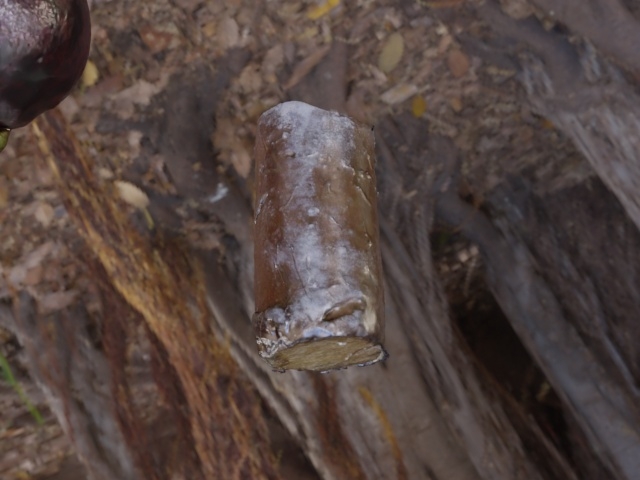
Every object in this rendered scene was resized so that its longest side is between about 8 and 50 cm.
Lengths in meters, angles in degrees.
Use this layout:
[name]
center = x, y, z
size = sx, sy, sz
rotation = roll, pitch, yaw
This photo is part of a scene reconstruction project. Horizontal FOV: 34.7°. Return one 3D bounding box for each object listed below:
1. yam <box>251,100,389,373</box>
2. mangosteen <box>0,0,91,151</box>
[yam]
center = -0.001, -0.001, 0.579
size = 0.079, 0.141, 0.079
rotation = -1, 162, 0
[mangosteen]
center = -0.207, -0.115, 0.579
size = 0.152, 0.152, 0.152
rotation = -25, 161, -10
